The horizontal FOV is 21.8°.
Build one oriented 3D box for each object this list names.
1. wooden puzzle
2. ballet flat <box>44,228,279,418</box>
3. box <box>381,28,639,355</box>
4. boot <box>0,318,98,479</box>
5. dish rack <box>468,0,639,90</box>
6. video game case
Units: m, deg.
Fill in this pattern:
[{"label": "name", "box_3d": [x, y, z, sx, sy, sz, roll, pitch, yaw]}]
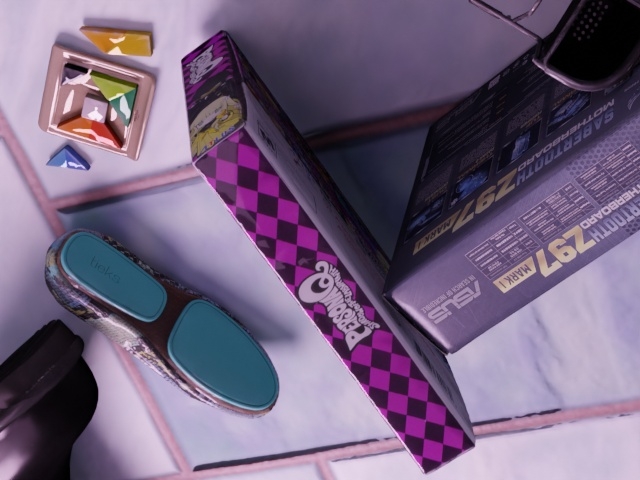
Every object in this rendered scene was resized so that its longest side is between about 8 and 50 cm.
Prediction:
[{"label": "wooden puzzle", "box_3d": [-0.146, -0.089, 1.080, 0.079, 0.014, 0.116, 14, 126, 6]}, {"label": "ballet flat", "box_3d": [-0.111, 0.060, 1.150, 0.188, 0.070, 0.070, 41, 124, -10]}, {"label": "box", "box_3d": [0.145, -0.061, 0.914, 0.059, 0.183, 0.233, 42, 123, -15]}, {"label": "boot", "box_3d": [-0.179, 0.226, 1.224, 0.260, 0.131, 0.348, 38, 135, -3]}, {"label": "dish rack", "box_3d": [0.082, -0.226, 0.845, 0.271, 0.074, 0.208, 31, 97, -4]}, {"label": "video game case", "box_3d": [0.000, 0.000, 0.982, 0.042, 0.210, 0.232, -33, 111, 7]}]
